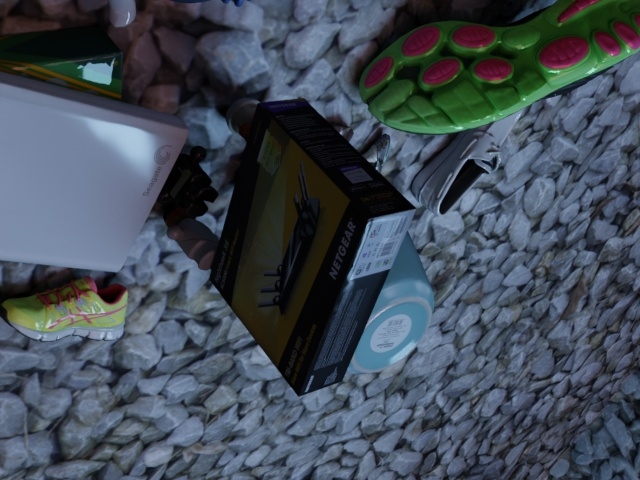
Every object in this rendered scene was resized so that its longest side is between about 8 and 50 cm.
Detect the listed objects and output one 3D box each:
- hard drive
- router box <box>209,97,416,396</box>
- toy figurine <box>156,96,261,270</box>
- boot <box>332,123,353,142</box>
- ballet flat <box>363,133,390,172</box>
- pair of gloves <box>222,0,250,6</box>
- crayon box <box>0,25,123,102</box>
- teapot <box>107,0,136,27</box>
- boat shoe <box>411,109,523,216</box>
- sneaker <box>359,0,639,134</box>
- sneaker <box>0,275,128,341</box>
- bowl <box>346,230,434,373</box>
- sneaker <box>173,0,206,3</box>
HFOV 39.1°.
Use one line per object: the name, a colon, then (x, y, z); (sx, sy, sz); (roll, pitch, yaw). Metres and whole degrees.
hard drive: (-0.354, -0.078, 1.072); (0.353, 0.047, 0.233); (9, 120, -45)
router box: (-0.025, 0.009, 1.173); (0.081, 0.243, 0.308); (-13, 137, -36)
toy figurine: (-0.140, -0.081, 1.309); (0.213, 0.148, 0.209); (-29, 145, -19)
boot: (-0.002, -0.144, 1.440); (0.106, 0.037, 0.114); (2, 129, -56)
ballet flat: (0.089, -0.129, 1.529); (0.041, 0.041, 0.114); (-12, 131, -32)
pair of gloves: (-0.062, -0.388, 1.178); (0.198, 0.023, 0.159); (-21, 136, -25)
crayon box: (-0.404, -0.133, 1.082); (0.323, 0.083, 0.203); (-14, 133, -29)
teapot: (-0.196, -0.396, 0.937); (0.256, 0.252, 0.187); (-28, -175, 14)
boat shoe: (0.281, -0.155, 1.622); (0.267, 0.088, 0.096); (-44, 141, 3)
sneaker: (0.298, -0.269, 1.445); (0.483, 0.185, 0.202); (-16, 169, -7)
sneaker: (-0.373, 0.092, 1.328); (0.209, 0.081, 0.094); (5, 115, -50)
bowl: (0.087, 0.125, 1.664); (0.312, 0.163, 0.311); (-22, 136, -23)
sneaker: (-0.095, -0.421, 1.049); (0.125, 0.139, 0.341); (6, 142, -46)
